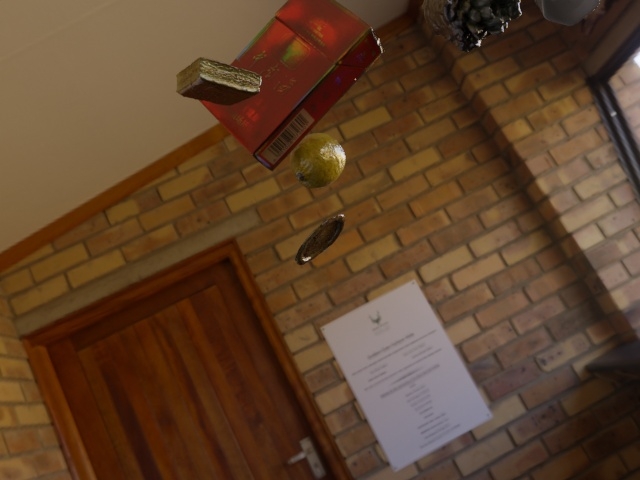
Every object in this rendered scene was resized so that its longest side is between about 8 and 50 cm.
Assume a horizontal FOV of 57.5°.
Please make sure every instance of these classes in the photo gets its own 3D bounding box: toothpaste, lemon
[{"bbox_3d":[0.341,-0.425,0.867,0.125,0.080,0.371,-57,14,39],"label":"toothpaste"},{"bbox_3d":[-0.007,-0.158,1.161,0.133,0.109,0.109,-42,-2,-39],"label":"lemon"}]

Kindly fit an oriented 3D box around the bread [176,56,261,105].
[{"bbox_3d":[-0.142,-0.217,0.807,0.090,0.035,0.094,6,-3,-33],"label":"bread"}]

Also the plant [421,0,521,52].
[{"bbox_3d":[0.298,-0.458,1.162,0.132,0.194,0.129,-42,-57,-5],"label":"plant"}]

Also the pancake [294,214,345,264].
[{"bbox_3d":[-0.001,-0.001,0.974,0.115,0.011,0.115,-39,-20,-17],"label":"pancake"}]

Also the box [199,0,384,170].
[{"bbox_3d":[-0.059,-0.314,1.112,0.313,0.197,0.089,-46,-30,4],"label":"box"}]
